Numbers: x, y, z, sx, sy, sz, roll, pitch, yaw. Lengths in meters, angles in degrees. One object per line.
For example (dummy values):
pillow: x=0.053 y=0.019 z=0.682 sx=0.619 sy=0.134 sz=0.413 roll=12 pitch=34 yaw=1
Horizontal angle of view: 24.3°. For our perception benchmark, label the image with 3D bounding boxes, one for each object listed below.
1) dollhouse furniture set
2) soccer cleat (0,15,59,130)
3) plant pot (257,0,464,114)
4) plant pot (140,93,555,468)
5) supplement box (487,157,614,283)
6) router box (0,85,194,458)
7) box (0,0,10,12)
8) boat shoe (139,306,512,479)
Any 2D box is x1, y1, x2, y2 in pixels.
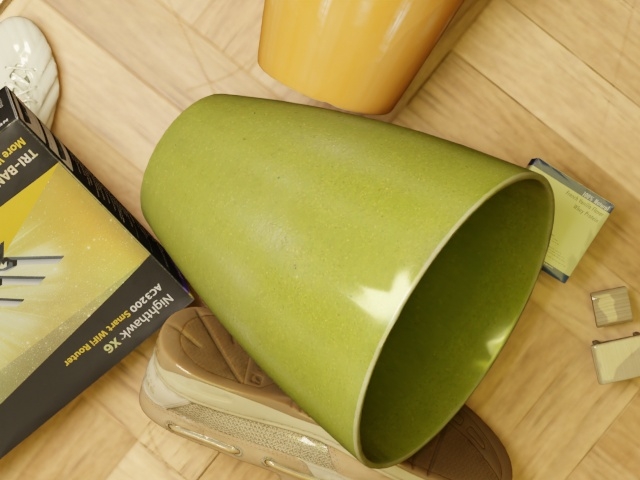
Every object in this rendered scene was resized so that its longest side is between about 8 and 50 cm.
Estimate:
dollhouse furniture set: x=0.306 y=0.023 z=1.314 sx=0.161 sy=0.101 sz=0.182 roll=-13 pitch=92 yaw=3
soccer cleat: x=-0.275 y=-0.106 z=1.345 sx=0.068 sy=0.076 sz=0.196 roll=2 pitch=92 yaw=2
plant pot: x=0.036 y=-0.218 z=1.279 sx=0.205 sy=0.205 sz=0.188 roll=21 pitch=109 yaw=1
plant pot: x=0.000 y=0.000 z=1.258 sx=0.293 sy=0.275 sz=0.275 roll=31 pitch=94 yaw=25
supplement box: x=0.205 y=-0.019 z=1.339 sx=0.083 sy=0.056 sz=0.083 roll=32 pitch=94 yaw=1
router box: x=-0.305 y=0.056 z=1.295 sx=0.309 sy=0.081 sz=0.243 roll=-40 pitch=123 yaw=4
box: x=-0.408 y=-0.203 z=1.374 sx=0.164 sy=0.021 sz=0.201 roll=40 pitch=93 yaw=0
boat shoe: x=0.005 y=0.169 z=1.338 sx=0.341 sy=0.122 sz=0.110 roll=23 pitch=128 yaw=-2
